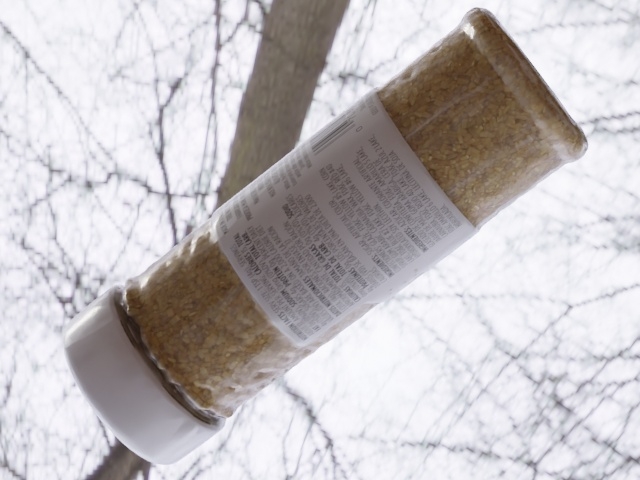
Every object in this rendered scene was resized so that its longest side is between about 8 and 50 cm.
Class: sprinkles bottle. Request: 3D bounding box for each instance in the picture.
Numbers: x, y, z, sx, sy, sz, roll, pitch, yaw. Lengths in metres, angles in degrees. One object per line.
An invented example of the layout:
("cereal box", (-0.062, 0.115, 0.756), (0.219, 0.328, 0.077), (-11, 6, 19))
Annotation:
("sprinkles bottle", (0.000, 0.000, 1.022), (0.355, 0.121, 0.121), (-37, -112, 10))
